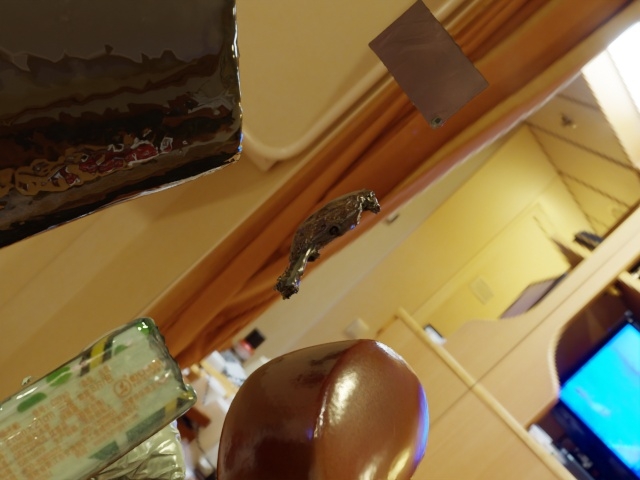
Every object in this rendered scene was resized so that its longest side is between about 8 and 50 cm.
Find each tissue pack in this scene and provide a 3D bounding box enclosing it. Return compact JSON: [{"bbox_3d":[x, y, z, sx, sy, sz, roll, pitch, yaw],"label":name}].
[{"bbox_3d":[-0.314,0.223,0.861,0.128,0.311,0.228,58,-28,0],"label":"tissue pack"}]

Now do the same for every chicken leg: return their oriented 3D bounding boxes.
[{"bbox_3d":[0.000,0.000,1.269,0.106,0.253,0.051,5,-44,49],"label":"chicken leg"}]

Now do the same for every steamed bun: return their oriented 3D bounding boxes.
[{"bbox_3d":[0.006,0.285,1.163,0.379,0.235,0.248,-32,103,-58],"label":"steamed bun"}]

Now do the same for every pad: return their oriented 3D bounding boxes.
[{"bbox_3d":[0.172,-0.284,1.247,0.187,0.113,0.006,55,18,13],"label":"pad"}]

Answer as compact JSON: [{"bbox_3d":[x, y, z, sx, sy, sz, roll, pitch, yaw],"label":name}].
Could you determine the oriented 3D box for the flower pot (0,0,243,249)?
[{"bbox_3d":[-0.184,-0.148,0.560,0.379,0.251,0.379,177,-90,-82],"label":"flower pot"}]

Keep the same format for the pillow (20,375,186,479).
[{"bbox_3d":[-0.387,0.342,1.395,0.310,0.283,0.138,-119,-149,-51],"label":"pillow"}]
